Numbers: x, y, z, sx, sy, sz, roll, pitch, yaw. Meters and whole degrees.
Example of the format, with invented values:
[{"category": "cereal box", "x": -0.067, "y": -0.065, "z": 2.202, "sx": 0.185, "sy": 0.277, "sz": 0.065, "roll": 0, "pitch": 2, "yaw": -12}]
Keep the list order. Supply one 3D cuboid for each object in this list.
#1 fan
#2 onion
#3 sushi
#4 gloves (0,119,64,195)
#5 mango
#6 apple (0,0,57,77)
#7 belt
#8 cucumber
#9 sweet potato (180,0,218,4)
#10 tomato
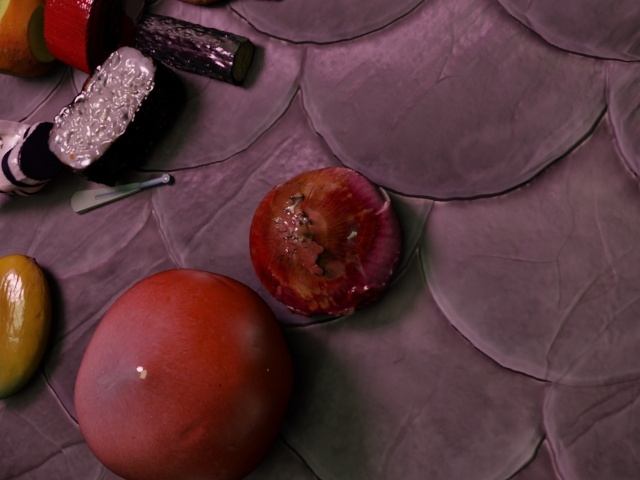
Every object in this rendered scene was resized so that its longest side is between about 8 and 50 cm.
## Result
[{"category": "fan", "x": -0.326, "y": -0.081, "z": 1.684, "sx": 0.193, "sy": 0.016, "sz": 0.038, "roll": -13, "pitch": 76, "yaw": 21}, {"category": "onion", "x": 0.000, "y": 0.000, "z": 1.461, "sx": 0.230, "sy": 0.163, "sz": 0.230, "roll": -1, "pitch": 84, "yaw": 14}, {"category": "sushi", "x": -0.316, "y": -0.193, "z": 1.634, "sx": 0.124, "sy": 0.127, "sz": 0.225, "roll": 38, "pitch": 91, "yaw": 23}, {"category": "gloves", "x": -0.513, "y": -0.133, "z": 1.724, "sx": 0.219, "sy": 0.131, "sz": 0.140, "roll": -9, "pitch": 81, "yaw": 52}, {"category": "mango", "x": -0.502, "y": 0.141, "z": 1.692, "sx": 0.137, "sy": 0.091, "sz": 0.237, "roll": -5, "pitch": 87, "yaw": 27}, {"category": "apple", "x": -0.509, "y": -0.349, "z": 1.712, "sx": 0.146, "sy": 0.163, "sz": 0.147, "roll": 9, "pitch": 92, "yaw": 27}, {"category": "belt", "x": -0.373, "y": -0.374, "z": 1.671, "sx": 0.124, "sy": 0.128, "sz": 0.201, "roll": 26, "pitch": 113, "yaw": 24}, {"category": "cucumber", "x": -0.210, "y": -0.311, "z": 1.639, "sx": 0.211, "sy": 0.062, "sz": 0.078, "roll": 21, "pitch": 92, "yaw": 23}, {"category": "sweet potato", "x": -0.224, "y": -0.443, "z": 1.655, "sx": 0.346, "sy": 0.079, "sz": 0.108, "roll": 33, "pitch": 84, "yaw": 19}, {"category": "tomato", "x": -0.194, "y": 0.195, "z": 1.435, "sx": 0.321, "sy": 0.321, "sz": 0.321, "roll": -3, "pitch": 82, "yaw": 22}]
